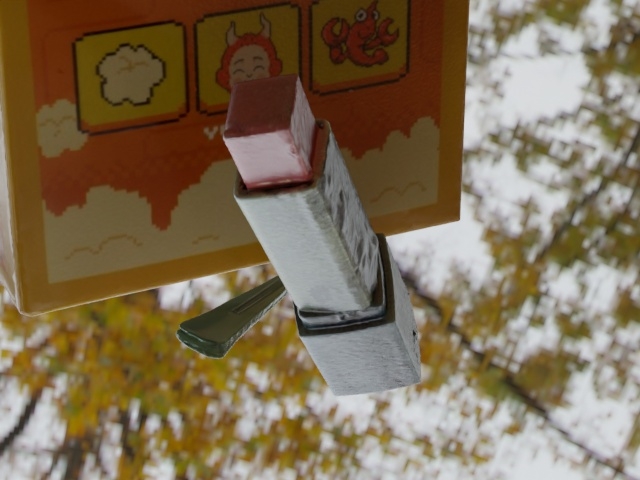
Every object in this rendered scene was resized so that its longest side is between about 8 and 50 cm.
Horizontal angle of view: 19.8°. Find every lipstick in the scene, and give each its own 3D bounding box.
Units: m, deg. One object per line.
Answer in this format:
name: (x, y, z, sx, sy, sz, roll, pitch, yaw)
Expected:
lipstick: (0.000, 0.000, 0.828, 0.051, 0.312, 0.051, -7, -113, 8)

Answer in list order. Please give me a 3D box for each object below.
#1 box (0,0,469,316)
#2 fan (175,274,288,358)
box: (-0.092, -0.133, 1.025, 0.259, 0.214, 0.283, -13, -149, -21)
fan: (-0.042, 0.039, 1.288, 0.038, 0.016, 0.193, 25, -154, 17)
